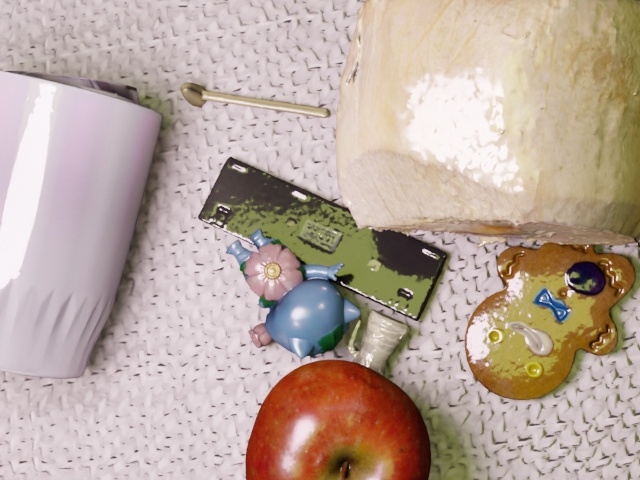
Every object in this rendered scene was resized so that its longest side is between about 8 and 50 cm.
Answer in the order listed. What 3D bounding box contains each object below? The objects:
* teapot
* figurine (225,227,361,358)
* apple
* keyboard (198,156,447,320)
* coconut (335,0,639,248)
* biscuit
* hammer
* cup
[{"bbox_3d":[0.069,0.131,1.609,0.067,0.057,0.083,22,94,7],"label":"teapot"},{"bbox_3d":[-0.042,0.070,1.607,0.114,0.144,0.178,-37,82,-30],"label":"figurine"},{"bbox_3d":[0.020,0.252,1.531,0.230,0.230,0.230,-1,84,10],"label":"apple"},{"bbox_3d":[0.000,0.000,1.648,0.317,0.027,0.106,25,86,12],"label":"keyboard"},{"bbox_3d":[0.211,-0.179,1.448,0.404,0.404,0.405,-1,84,10],"label":"coconut"},{"bbox_3d":[0.278,0.091,1.585,0.180,0.039,0.236,38,94,10],"label":"biscuit"},{"bbox_3d":[-0.084,-0.182,1.669,0.195,0.060,0.028,8,86,7],"label":"hammer"},{"bbox_3d":[-0.356,-0.030,1.602,0.253,0.253,0.371,13,89,11],"label":"cup"}]
